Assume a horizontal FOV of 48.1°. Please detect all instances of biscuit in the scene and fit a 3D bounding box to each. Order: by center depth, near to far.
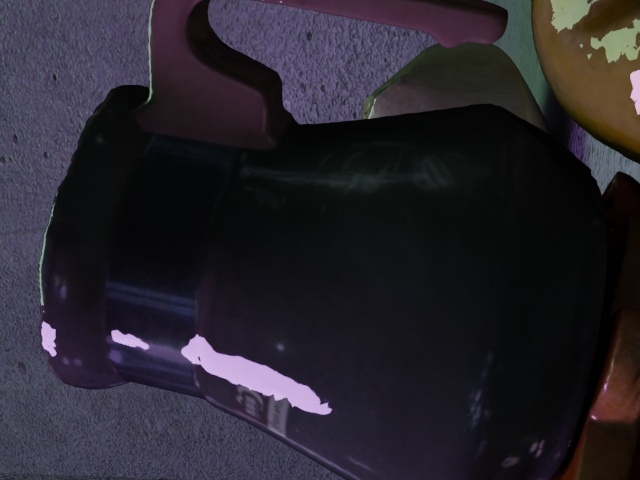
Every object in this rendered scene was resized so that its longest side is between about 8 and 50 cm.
[{"bbox_3d":[0.180,0.123,0.452,0.205,0.049,0.324,82,-153,-53],"label":"biscuit"}]

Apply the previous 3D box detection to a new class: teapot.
[{"bbox_3d":[0.000,0.000,0.523,0.306,0.361,0.376,-70,-11,-58],"label":"teapot"}]

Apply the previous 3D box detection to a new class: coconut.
[{"bbox_3d":[0.216,-0.153,1.243,0.415,0.344,0.415,39,-140,-42],"label":"coconut"}]

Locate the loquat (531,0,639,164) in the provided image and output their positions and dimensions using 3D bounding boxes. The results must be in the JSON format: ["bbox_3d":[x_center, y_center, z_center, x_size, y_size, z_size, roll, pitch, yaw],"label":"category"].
[{"bbox_3d":[0.217,-0.133,0.388,0.213,0.213,0.213,0,-90,-83],"label":"loquat"}]

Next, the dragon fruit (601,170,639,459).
[{"bbox_3d":[0.230,0.163,0.655,0.302,0.240,0.330,59,-147,-40],"label":"dragon fruit"}]
